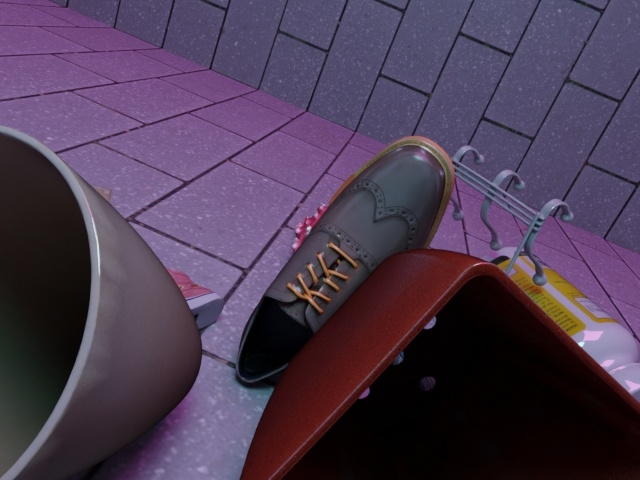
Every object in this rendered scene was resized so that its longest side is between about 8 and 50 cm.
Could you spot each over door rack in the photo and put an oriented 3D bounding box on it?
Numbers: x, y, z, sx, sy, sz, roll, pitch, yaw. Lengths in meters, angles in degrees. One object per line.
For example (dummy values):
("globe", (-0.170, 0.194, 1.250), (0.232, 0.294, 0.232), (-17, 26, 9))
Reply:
("over door rack", (0.241, 0.032, 0.938), (0.108, 0.324, 0.239), (19, 19, -33))

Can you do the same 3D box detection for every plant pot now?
("plant pot", (0.098, 0.159, 0.528), (0.267, 0.267, 0.236), (40, 6, -17))
("plant pot", (-0.214, 0.081, 0.465), (0.256, 0.256, 0.274), (32, -6, 21))

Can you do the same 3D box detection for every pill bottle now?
("pill bottle", (0.376, 0.168, 0.912), (0.188, 0.188, 0.334), (10, 26, -28))

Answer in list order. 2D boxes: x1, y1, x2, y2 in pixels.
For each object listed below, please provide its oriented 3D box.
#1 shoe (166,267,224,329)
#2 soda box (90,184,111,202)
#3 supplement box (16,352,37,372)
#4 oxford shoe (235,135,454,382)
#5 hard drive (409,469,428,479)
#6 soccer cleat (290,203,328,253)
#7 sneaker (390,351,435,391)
("shoe", (-0.207, 0.085, 0.718), (0.081, 0.063, 0.178), (31, 18, 22))
("soda box", (-0.417, -0.063, 0.849), (0.181, 0.058, 0.061), (14, 24, -23))
("supplement box", (-0.335, 0.109, 0.569), (0.098, 0.036, 0.062), (18, 23, -11))
("oxford shoe", (0.021, 0.041, 0.651), (0.130, 0.363, 0.133), (38, 27, 5))
("hard drive", (0.178, 0.304, 0.635), (0.135, 0.022, 0.094), (12, 25, -24))
("soccer cleat", (0.000, 0.000, 1.103), (0.095, 0.083, 0.248), (51, 15, -10))
("sneaker", (0.157, 0.169, 0.787), (0.110, 0.122, 0.283), (8, 26, -33))
